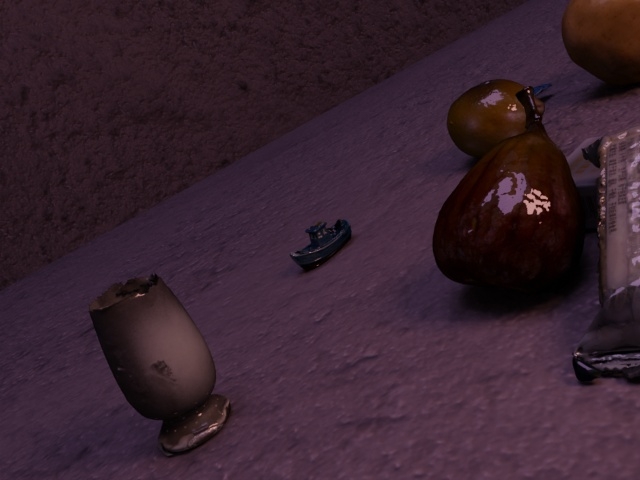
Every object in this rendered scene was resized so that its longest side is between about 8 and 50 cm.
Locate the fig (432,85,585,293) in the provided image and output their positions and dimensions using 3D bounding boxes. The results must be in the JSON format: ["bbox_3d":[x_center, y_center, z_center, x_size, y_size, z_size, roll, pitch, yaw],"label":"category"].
[{"bbox_3d":[0.233,-0.064,0.748,0.170,0.145,0.275,-10,57,53],"label":"fig"}]

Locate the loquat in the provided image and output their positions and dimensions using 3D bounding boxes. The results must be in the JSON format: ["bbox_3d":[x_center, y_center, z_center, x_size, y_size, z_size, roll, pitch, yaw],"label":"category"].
[{"bbox_3d":[0.323,-0.224,1.158,0.152,0.152,0.195,-36,12,-28],"label":"loquat"}]

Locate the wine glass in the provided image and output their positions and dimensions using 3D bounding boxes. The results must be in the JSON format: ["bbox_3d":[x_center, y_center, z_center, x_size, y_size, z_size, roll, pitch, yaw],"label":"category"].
[{"bbox_3d":[-0.189,0.144,0.750,0.111,0.205,0.111,-21,16,6],"label":"wine glass"}]

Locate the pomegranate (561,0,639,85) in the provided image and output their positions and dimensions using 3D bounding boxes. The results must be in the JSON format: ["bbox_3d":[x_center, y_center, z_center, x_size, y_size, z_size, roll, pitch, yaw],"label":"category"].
[{"bbox_3d":[0.581,-0.404,1.190,0.233,0.233,0.233,-24,18,8],"label":"pomegranate"}]

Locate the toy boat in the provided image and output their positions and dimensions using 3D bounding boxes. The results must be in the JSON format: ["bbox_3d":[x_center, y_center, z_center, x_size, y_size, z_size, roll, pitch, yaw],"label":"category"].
[{"bbox_3d":[0.000,0.000,1.112,0.137,0.061,0.060,-38,21,-29],"label":"toy boat"}]

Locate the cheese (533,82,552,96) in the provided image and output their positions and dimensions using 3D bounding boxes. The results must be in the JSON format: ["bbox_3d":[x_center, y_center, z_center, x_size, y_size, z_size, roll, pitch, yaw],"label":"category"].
[{"bbox_3d":[0.402,-0.321,1.456,0.135,0.052,0.244,-36,20,-26],"label":"cheese"}]

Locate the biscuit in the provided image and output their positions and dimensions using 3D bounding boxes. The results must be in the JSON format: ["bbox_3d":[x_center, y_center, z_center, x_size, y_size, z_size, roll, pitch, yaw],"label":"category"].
[{"bbox_3d":[0.327,-0.016,0.585,0.186,0.079,0.309,-19,40,37],"label":"biscuit"}]

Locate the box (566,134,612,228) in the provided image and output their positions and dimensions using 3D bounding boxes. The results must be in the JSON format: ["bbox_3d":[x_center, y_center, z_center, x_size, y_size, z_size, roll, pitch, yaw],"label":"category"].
[{"bbox_3d":[0.407,-0.079,0.755,0.155,0.067,0.242,-40,23,-33],"label":"box"}]
